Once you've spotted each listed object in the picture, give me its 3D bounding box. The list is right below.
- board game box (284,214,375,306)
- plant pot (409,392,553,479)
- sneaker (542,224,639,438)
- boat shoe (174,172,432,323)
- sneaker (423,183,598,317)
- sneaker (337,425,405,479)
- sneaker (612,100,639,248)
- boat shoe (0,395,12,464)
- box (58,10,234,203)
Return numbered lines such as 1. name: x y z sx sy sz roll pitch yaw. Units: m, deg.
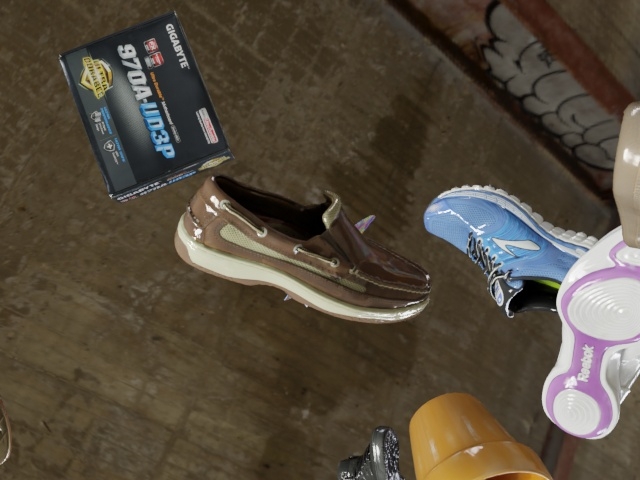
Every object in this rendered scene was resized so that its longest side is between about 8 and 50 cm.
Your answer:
1. board game box: 0.024 0.034 0.965 0.033 0.169 0.133 48 -130 9
2. plant pot: 0.226 0.346 1.096 0.205 0.188 0.205 -8 -54 -11
3. sneaker: 0.340 0.088 0.834 0.152 0.114 0.305 -40 -33 -43
4. boat shoe: 0.001 0.005 0.659 0.257 0.095 0.095 14 -58 -21
5. sneaker: 0.291 0.026 1.093 0.147 0.330 0.130 -47 -35 -22
6. sneaker: 0.056 0.288 0.876 0.051 0.089 0.170 -57 -39 -45
7. sneaker: 0.209 -0.026 0.394 0.188 0.071 0.066 12 -90 -60
8. boat shoe: -0.469 0.228 0.983 0.064 0.060 0.178 -30 -105 -7
9. box: -0.240 -0.183 0.984 0.175 0.051 0.220 -21 -98 -2
